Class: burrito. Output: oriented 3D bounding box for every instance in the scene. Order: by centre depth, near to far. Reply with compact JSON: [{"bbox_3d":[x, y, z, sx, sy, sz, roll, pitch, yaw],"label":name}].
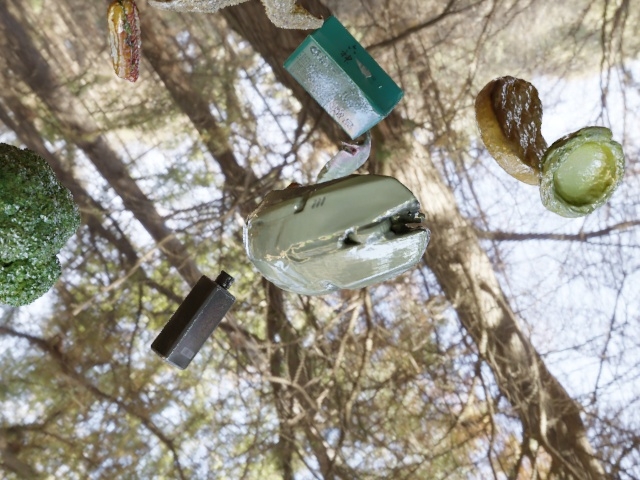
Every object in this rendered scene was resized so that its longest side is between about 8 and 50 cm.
[{"bbox_3d":[0.080,-0.247,2.000,0.144,0.089,0.229,-47,-179,-34],"label":"burrito"}]

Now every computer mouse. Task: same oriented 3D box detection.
[{"bbox_3d":[0.001,0.001,1.287,0.429,0.228,0.145,-12,-163,33],"label":"computer mouse"}]

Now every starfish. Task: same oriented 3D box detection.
[{"bbox_3d":[-0.083,-0.443,0.969,0.293,0.301,0.084,130,-41,-55],"label":"starfish"}]

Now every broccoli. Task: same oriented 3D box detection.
[{"bbox_3d":[-0.723,-0.047,1.437,0.310,0.413,0.321,-26,169,10],"label":"broccoli"}]

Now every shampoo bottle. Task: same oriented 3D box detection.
[{"bbox_3d":[-0.288,0.179,1.539,0.079,0.080,0.246,27,-102,43],"label":"shampoo bottle"}]

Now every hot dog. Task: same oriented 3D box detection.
[{"bbox_3d":[-0.280,-0.288,0.947,0.038,0.144,0.062,13,-126,-2],"label":"hot dog"}]

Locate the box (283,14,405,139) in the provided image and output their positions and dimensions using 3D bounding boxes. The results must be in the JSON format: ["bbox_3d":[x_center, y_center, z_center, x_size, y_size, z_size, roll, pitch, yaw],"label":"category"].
[{"bbox_3d":[0.052,-0.367,1.494,0.092,0.245,0.153,-50,-167,-28],"label":"box"}]

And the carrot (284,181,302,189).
[{"bbox_3d":[-0.132,-0.091,1.969,0.216,0.048,0.048,-48,-150,10],"label":"carrot"}]

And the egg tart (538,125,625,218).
[{"bbox_3d":[0.497,-0.133,1.277,0.197,0.197,0.078,-32,-151,-2],"label":"egg tart"}]

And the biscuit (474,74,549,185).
[{"bbox_3d":[0.428,-0.256,1.464,0.091,0.213,0.274,-33,-142,48],"label":"biscuit"}]
